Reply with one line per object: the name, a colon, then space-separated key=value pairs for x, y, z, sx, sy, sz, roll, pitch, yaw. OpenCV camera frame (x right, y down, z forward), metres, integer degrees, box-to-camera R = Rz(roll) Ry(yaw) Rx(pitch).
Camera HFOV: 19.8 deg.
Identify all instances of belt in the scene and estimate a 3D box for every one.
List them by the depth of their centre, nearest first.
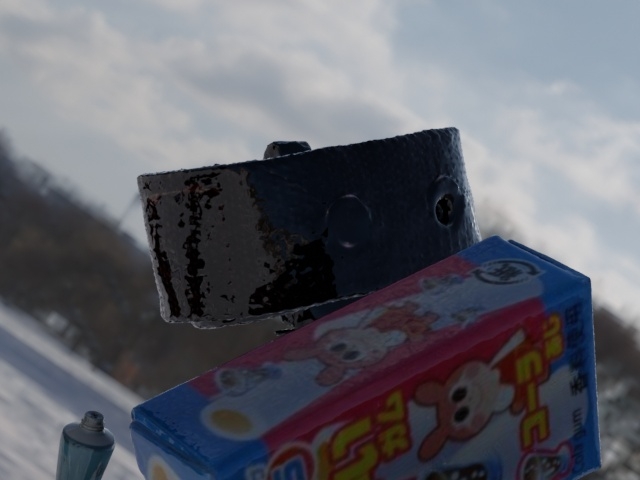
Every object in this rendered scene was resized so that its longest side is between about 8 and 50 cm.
belt: x=0.000 y=0.000 z=1.421 sx=0.289 sy=0.164 sz=0.184 roll=-11 pitch=2 yaw=-39

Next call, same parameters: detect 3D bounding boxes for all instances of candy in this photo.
candy: x=0.038 y=0.129 z=1.169 sx=0.100 sy=0.306 sz=0.157 roll=29 pitch=-46 yaw=48

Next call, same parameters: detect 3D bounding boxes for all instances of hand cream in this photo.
hand cream: x=-0.224 y=0.252 z=1.623 sx=0.048 sy=0.224 sz=0.083 roll=14 pitch=18 yaw=-5
